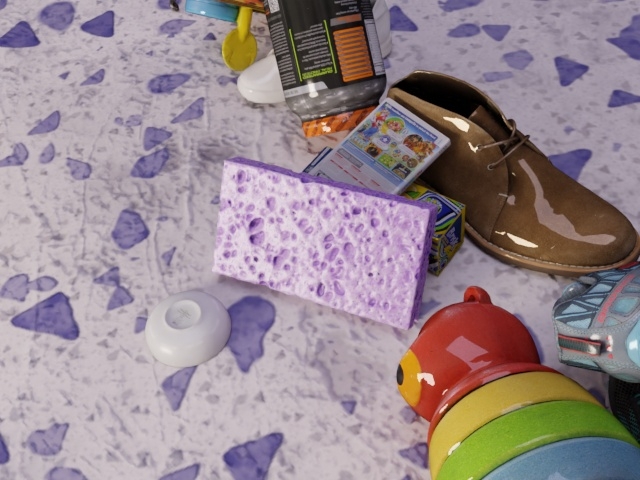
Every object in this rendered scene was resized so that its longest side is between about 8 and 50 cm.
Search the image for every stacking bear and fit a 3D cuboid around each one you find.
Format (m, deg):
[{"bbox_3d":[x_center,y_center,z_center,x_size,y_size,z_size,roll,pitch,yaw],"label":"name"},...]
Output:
[{"bbox_3d":[0.143,0.161,0.617,0.164,0.175,0.289,-6,40,-12],"label":"stacking bear"}]

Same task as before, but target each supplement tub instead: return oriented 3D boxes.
[{"bbox_3d":[0.006,-0.215,0.925,0.117,0.190,0.117,-12,9,2],"label":"supplement tub"}]

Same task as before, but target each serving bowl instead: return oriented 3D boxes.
[{"bbox_3d":[-0.128,0.078,0.799,0.083,0.027,0.083,-4,49,4],"label":"serving bowl"}]

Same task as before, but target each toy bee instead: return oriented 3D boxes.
[{"bbox_3d":[-0.088,-0.333,1.071,0.162,0.195,0.298,7,34,-20],"label":"toy bee"}]

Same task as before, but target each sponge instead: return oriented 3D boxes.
[{"bbox_3d":[0.000,0.000,0.798,0.210,0.117,0.031,15,17,19],"label":"sponge"}]

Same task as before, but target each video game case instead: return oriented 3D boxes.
[{"bbox_3d":[0.056,-0.079,0.831,0.122,0.011,0.087,-45,60,-9],"label":"video game case"}]

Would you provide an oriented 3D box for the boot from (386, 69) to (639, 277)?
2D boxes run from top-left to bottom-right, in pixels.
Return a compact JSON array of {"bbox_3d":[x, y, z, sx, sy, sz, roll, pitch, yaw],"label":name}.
[{"bbox_3d":[0.179,-0.069,0.838,0.305,0.115,0.112,34,58,29],"label":"boot"}]

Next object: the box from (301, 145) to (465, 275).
[{"bbox_3d":[0.060,-0.033,0.853,0.169,0.059,0.054,26,58,26],"label":"box"}]

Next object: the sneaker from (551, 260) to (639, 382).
[{"bbox_3d":[0.253,0.045,0.681,0.125,0.104,0.262,-5,2,29],"label":"sneaker"}]

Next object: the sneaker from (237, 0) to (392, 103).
[{"bbox_3d":[-0.010,-0.244,1.025,0.212,0.094,0.080,-28,53,-17],"label":"sneaker"}]

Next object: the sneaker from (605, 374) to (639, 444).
[{"bbox_3d":[0.270,0.152,0.656,0.065,0.076,0.166,-5,48,1],"label":"sneaker"}]
